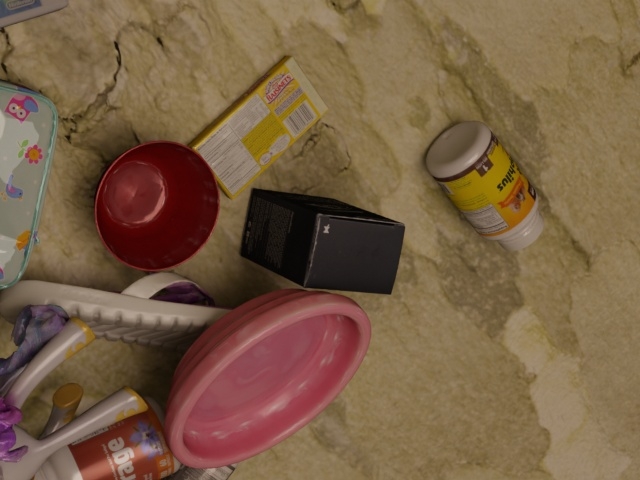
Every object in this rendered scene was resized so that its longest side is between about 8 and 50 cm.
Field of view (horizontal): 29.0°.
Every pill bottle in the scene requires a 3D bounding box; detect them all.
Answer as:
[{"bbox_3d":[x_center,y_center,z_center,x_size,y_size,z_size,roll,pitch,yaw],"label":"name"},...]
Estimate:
[{"bbox_3d":[-0.318,0.315,1.759,0.216,0.121,0.121,-22,112,-23],"label":"pill bottle"},{"bbox_3d":[0.271,-0.082,1.990,0.117,0.117,0.215,-48,120,-10],"label":"pill bottle"},{"bbox_3d":[-0.174,0.342,1.872,0.078,0.078,0.137,42,81,-30],"label":"pill bottle"}]

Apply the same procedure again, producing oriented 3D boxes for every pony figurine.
[{"bbox_3d":[-0.419,0.249,1.540,0.363,0.302,0.351,-47,145,-19],"label":"pony figurine"}]

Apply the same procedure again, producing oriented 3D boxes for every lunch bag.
[{"bbox_3d":[-0.459,-0.076,1.588,0.224,0.108,0.279,10,99,-36],"label":"lunch bag"}]

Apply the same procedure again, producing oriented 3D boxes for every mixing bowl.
[{"bbox_3d":[-0.241,-0.057,1.720,0.181,0.098,0.182,-8,107,-27],"label":"mixing bowl"}]

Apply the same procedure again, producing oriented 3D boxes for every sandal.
[{"bbox_3d":[-0.238,0.085,1.742,0.416,0.169,0.102,12,69,-32],"label":"sandal"}]

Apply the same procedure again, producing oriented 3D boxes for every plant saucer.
[{"bbox_3d":[-0.084,0.183,1.745,0.332,0.084,0.332,-29,150,-19],"label":"plant saucer"}]

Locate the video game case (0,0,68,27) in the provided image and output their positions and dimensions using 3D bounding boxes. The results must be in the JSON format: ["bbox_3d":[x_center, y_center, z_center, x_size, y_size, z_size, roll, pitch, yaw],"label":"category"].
[{"bbox_3d":[-0.475,-0.376,1.444,0.329,0.036,0.300,-31,106,-44],"label":"video game case"}]

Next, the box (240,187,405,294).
[{"bbox_3d":[0.000,0.000,1.806,0.153,0.207,0.108,7,99,-30],"label":"box"}]

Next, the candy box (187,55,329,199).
[{"bbox_3d":[-0.089,-0.166,1.819,0.206,0.027,0.105,-44,117,-13],"label":"candy box"}]
